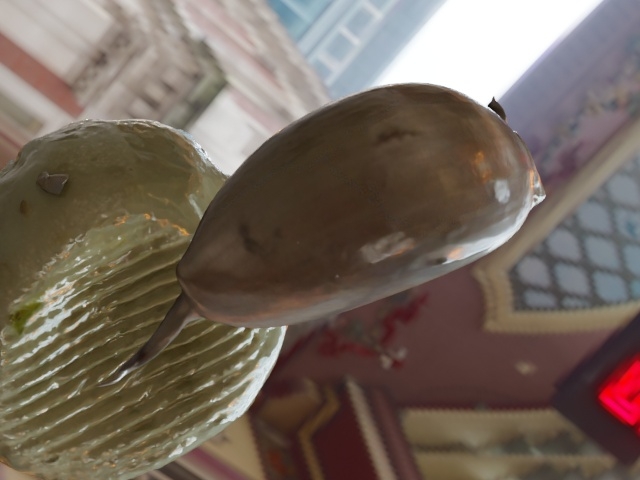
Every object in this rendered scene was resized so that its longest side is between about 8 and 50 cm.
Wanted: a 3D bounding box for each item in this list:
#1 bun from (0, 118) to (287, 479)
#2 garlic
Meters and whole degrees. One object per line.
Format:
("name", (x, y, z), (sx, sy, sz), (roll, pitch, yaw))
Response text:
("bun", (-0.144, 0.035, 1.265), (0.259, 0.259, 0.160), (-48, -150, 6))
("garlic", (-0.005, -0.001, 0.947), (0.267, 0.148, 0.128), (-18, -141, -4))
